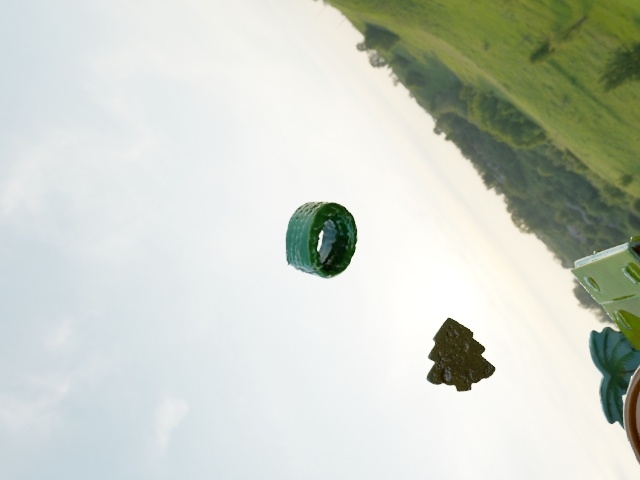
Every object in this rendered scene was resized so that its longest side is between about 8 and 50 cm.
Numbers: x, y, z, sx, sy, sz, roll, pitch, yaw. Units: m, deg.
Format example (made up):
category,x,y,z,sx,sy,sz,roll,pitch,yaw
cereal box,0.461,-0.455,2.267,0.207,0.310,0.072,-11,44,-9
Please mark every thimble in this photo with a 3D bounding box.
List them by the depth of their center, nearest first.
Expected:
category,x,y,z,sx,sy,sz,roll,pitch,yaw
thimble,0.000,0.000,0.835,0.090,0.130,0.118,11,153,48

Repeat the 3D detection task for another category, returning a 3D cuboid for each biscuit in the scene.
category,x,y,z,sx,sy,sz,roll,pitch,yaw
biscuit,0.237,0.196,0.844,0.019,0.119,0.130,26,-125,-81

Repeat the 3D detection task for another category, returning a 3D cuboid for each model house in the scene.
category,x,y,z,sx,sy,sz,roll,pitch,yaw
model house,0.563,0.131,0.717,0.323,0.341,0.300,22,167,4

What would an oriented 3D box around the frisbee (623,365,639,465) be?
category,x,y,z,sx,sy,sz,roll,pitch,yaw
frisbee,0.439,0.205,0.549,0.035,0.192,0.192,19,-151,-17
